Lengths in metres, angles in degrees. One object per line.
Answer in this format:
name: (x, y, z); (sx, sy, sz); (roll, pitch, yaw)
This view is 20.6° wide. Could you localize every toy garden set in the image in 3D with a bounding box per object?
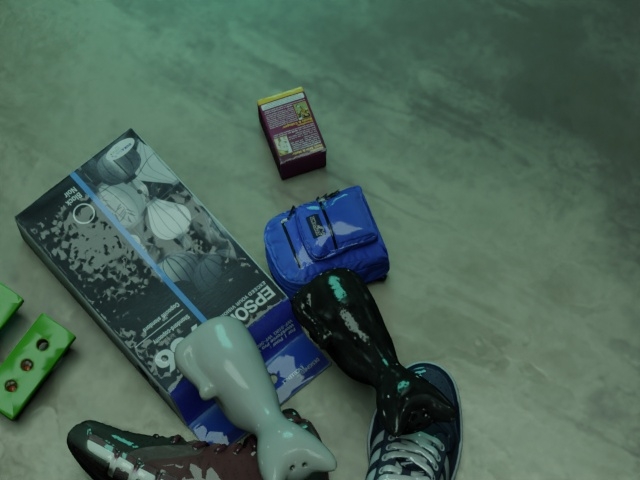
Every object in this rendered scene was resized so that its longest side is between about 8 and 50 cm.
toy garden set: (-0.410, 0.115, 1.821); (0.244, 0.049, 0.204); (34, 76, 8)

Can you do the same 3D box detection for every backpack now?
backpack: (0.000, 0.000, 1.837); (0.120, 0.101, 0.098); (-20, 62, -4)

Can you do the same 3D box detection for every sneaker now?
sneaker: (0.079, 0.234, 1.710); (0.099, 0.153, 0.282); (16, 69, 6)
sneaker: (-0.101, 0.218, 1.754); (0.281, 0.106, 0.162); (30, 67, 5)

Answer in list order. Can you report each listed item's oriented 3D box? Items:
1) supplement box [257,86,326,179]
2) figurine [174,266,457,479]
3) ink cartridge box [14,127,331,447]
supplement box: (-0.031, -0.117, 1.913); (0.055, 0.043, 0.083); (-17, 68, -6)
figurine: (-0.005, 0.143, 1.702); (0.215, 0.092, 0.209); (-22, 45, -20)
ink cartridge box: (-0.155, 0.051, 1.837); (0.165, 0.065, 0.333); (-40, 74, -15)
